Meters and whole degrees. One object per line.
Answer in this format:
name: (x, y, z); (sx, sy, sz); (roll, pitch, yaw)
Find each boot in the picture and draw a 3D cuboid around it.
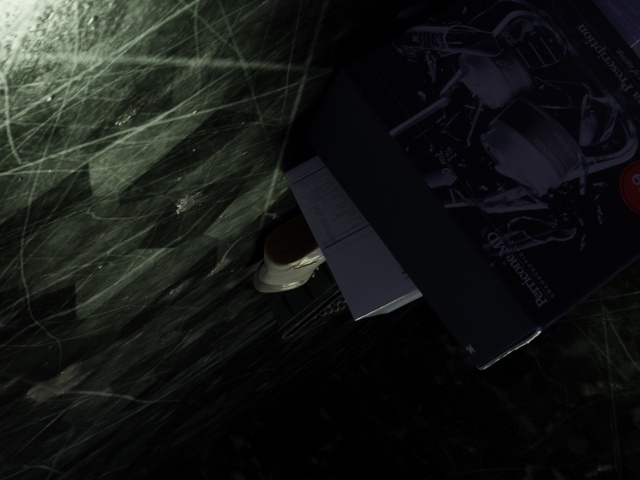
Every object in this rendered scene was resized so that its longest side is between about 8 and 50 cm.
boot: (0.000, 0.000, 1.747); (0.213, 0.077, 0.165); (-28, 167, -20)

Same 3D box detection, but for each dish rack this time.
dish rack: (0.046, 0.065, 2.062); (0.208, 0.074, 0.271); (-40, 168, 30)

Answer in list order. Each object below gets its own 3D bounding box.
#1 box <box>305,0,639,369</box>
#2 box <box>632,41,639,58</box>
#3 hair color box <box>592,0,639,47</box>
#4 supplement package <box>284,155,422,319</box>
box: (0.218, -0.091, 1.310); (0.312, 0.343, 0.179); (-34, 171, -21)
box: (0.434, -0.280, 1.655); (0.182, 0.181, 0.119); (-28, 166, -44)
hair color box: (0.472, -0.396, 1.381); (0.374, 0.113, 0.185); (-43, 180, 29)
supplement package: (0.084, -0.023, 1.498); (0.149, 0.203, 0.194); (-28, 172, 13)
